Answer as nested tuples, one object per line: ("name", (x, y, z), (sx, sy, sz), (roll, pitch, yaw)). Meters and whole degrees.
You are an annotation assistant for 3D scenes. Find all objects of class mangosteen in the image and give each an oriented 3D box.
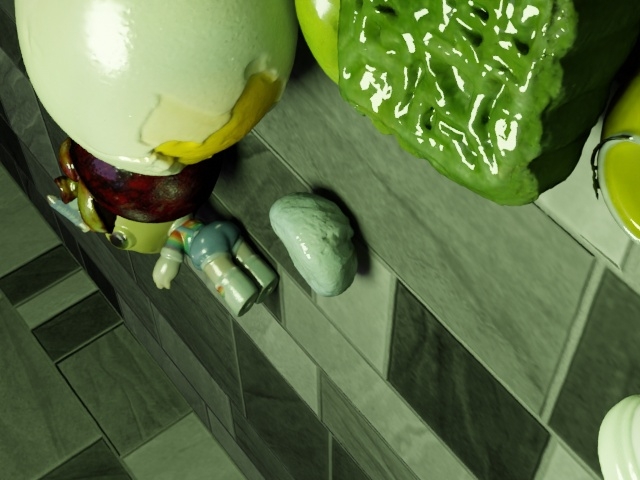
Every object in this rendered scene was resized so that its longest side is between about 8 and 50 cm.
("mangosteen", (-0.263, -0.121, 1.452), (0.228, 0.265, 0.228), (49, -156, -31))

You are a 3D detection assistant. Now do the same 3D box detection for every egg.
("egg", (-0.158, -0.239, 1.033), (0.283, 0.283, 0.345), (47, 145, 27))

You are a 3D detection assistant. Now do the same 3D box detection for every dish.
("dish", (0.238, -0.049, 0.689), (0.149, 0.080, 0.208), (26, 144, 54))

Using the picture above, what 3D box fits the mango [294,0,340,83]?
("mango", (0.019, -0.202, 0.967), (0.091, 0.074, 0.165), (40, 154, 34))

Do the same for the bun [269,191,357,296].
("bun", (0.000, 0.000, 1.289), (0.141, 0.083, 0.141), (55, 169, 17))

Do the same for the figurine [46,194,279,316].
("figurine", (-0.218, -0.052, 1.647), (0.381, 0.224, 0.205), (31, 134, 3))

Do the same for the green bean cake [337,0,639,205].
("green bean cake", (0.111, -0.161, 0.715), (0.222, 0.125, 0.248), (41, 144, 36))

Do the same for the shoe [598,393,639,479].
("shoe", (0.363, 0.225, 0.711), (0.363, 0.132, 0.160), (45, 137, 12))
